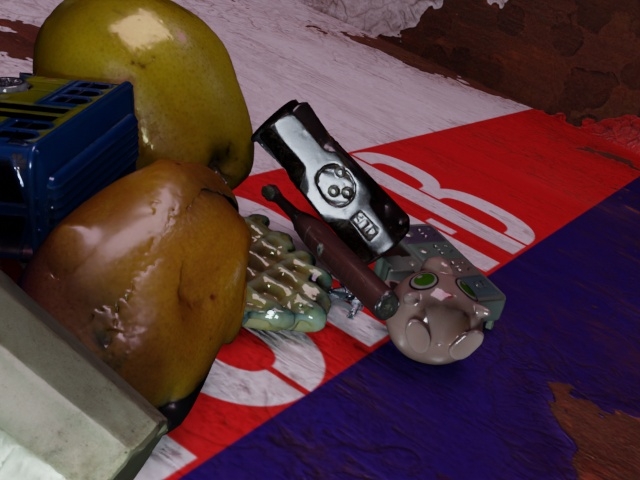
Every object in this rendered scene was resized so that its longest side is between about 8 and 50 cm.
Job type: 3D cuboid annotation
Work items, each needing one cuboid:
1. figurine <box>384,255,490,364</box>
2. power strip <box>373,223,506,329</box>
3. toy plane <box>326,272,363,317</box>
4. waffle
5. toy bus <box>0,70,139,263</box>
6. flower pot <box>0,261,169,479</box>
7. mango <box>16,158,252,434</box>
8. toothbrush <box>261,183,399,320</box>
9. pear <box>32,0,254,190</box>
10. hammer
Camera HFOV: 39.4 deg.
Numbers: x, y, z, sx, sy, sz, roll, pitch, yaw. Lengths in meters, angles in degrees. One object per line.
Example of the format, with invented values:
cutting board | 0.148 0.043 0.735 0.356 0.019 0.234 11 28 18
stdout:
figurine | 0.139 0.088 1.087 0.125 0.125 0.138 17 25 -7
power strip | 0.146 0.049 1.276 0.145 0.061 0.215 -1 29 -27
toy plane | 0.040 0.070 1.167 0.083 0.031 0.078 3 43 -29
waffle | -0.136 0.026 1.088 0.309 0.056 0.292 8 25 -32
toy bus | -0.325 -0.089 1.003 0.175 0.138 0.287 7 25 6
flower pot | -0.235 0.134 0.638 0.203 0.212 0.212 38 25 4
mango | -0.169 0.045 0.836 0.153 0.201 0.287 -2 37 30
toothbrush | 0.001 0.000 1.167 0.041 0.041 0.364 5 23 -30
pear | -0.237 -0.205 1.247 0.336 0.285 0.285 20 23 8
hammer | 0.030 -0.104 1.367 0.242 0.095 0.409 48 10 -3
